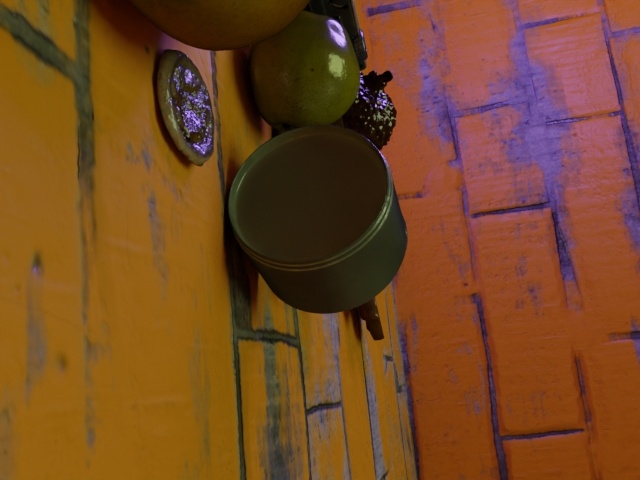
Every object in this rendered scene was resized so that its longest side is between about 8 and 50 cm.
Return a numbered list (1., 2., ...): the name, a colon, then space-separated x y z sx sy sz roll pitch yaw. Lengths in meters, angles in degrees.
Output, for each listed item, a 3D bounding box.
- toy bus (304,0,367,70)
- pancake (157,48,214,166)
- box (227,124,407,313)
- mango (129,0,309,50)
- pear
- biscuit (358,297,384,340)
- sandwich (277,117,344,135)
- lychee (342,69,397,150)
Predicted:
1. toy bus: -0.021 -0.475 1.330 0.365 0.177 0.201 65 17 -64
2. pancake: -0.156 -0.157 0.805 0.139 0.022 0.139 -9 90 -78
3. box: 0.000 -0.030 0.962 0.149 0.226 0.226 65 21 -56
4. mango: -0.102 -0.348 0.742 0.378 0.221 0.263 -67 146 -46
5. pear: -0.026 -0.271 1.114 0.198 0.198 0.198 -8 90 -79
6. biscuit: 0.094 0.084 1.744 0.283 0.064 0.431 -97 174 -55
7. sandwich: -0.014 -0.193 1.257 0.128 0.122 0.235 68 19 -58
8. lychee: 0.055 -0.256 1.383 0.200 0.238 0.200 36 28 -23
